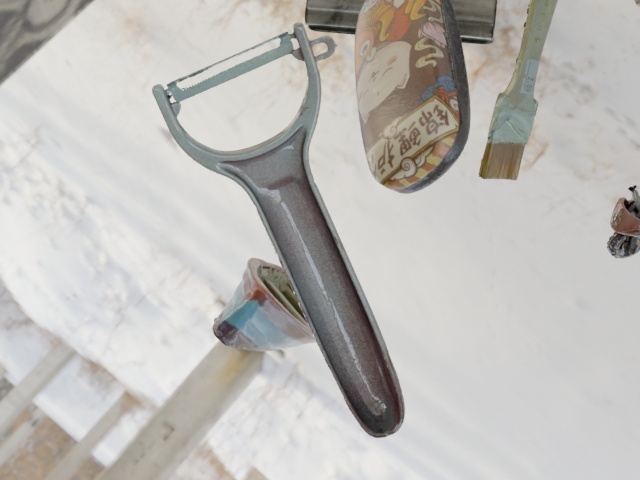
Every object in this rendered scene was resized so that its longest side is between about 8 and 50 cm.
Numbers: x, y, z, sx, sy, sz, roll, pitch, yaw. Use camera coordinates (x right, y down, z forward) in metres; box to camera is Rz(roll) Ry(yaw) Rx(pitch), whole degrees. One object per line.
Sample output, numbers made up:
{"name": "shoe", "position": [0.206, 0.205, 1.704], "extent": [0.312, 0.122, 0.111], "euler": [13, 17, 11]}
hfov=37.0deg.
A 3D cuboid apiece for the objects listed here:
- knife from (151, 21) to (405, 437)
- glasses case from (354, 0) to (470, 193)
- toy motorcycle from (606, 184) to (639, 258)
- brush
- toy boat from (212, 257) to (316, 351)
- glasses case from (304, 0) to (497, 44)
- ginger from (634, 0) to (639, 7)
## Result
{"name": "knife", "position": [0.000, 0.000, 0.651], "extent": [0.053, 0.123, 0.278], "euler": [-84, -30, -80]}
{"name": "glasses case", "position": [0.100, -0.192, 1.084], "extent": [0.082, 0.321, 0.122], "euler": [28, 133, -34]}
{"name": "toy motorcycle", "position": [0.522, -0.047, 1.431], "extent": [0.118, 0.212, 0.084], "euler": [45, -161, -46]}
{"name": "brush", "position": [0.293, -0.248, 1.352], "extent": [0.085, 0.336, 0.020], "euler": [3, -164, -33]}
{"name": "toy boat", "position": [-0.055, 0.084, 1.168], "extent": [0.136, 0.079, 0.392], "euler": [49, -175, 8]}
{"name": "glasses case", "position": [0.130, -0.375, 1.526], "extent": [0.299, 0.114, 0.060], "euler": [6, 147, 6]}
{"name": "ginger", "position": [0.308, -0.276, 0.964], "extent": [0.176, 0.052, 0.193], "euler": [28, -154, -30]}
